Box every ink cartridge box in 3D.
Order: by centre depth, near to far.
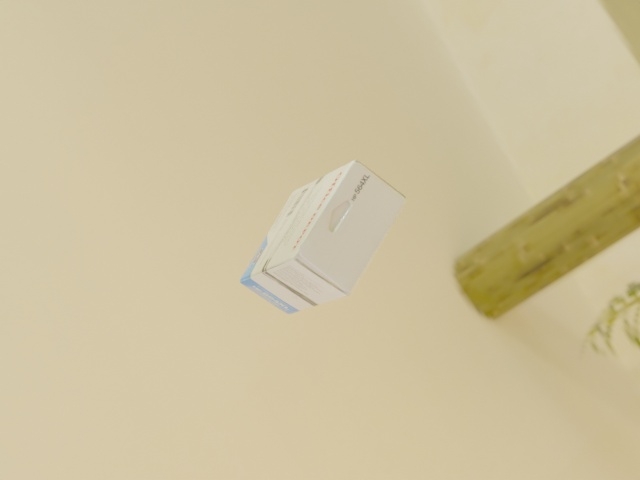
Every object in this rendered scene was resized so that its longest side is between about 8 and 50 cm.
[{"bbox_3d":[0.000,0.000,1.691,0.086,0.203,0.148,36,-109,-13],"label":"ink cartridge box"}]
